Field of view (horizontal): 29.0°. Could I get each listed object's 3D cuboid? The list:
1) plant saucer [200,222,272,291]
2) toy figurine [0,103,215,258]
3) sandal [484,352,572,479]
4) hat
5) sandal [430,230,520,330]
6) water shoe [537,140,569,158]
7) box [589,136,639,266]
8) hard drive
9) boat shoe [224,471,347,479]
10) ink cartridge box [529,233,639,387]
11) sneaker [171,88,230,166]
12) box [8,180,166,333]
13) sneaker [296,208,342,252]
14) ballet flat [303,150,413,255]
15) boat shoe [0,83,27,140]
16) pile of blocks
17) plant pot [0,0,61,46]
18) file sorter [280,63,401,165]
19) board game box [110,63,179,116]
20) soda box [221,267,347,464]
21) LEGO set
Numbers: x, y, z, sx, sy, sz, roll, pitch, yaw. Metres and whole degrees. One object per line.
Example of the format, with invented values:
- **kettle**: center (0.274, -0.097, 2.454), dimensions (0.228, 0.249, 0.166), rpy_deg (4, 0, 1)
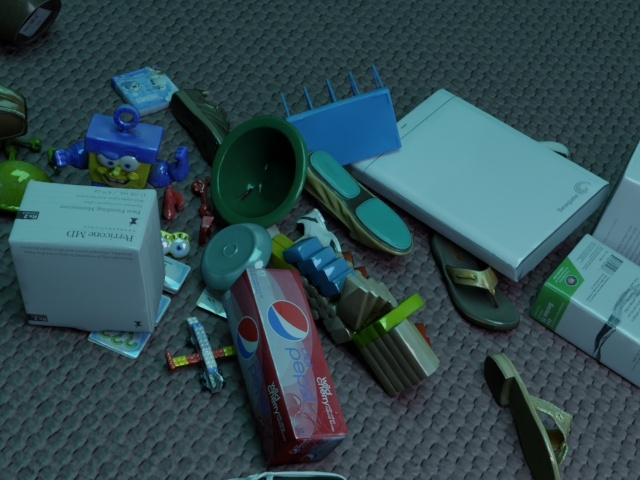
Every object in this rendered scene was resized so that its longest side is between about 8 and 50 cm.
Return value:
- **plant saucer**: center (-0.128, 0.018, 1.808), dimensions (0.119, 0.021, 0.119), rpy_deg (-16, 50, 20)
- **toy figurine**: center (-0.320, -0.138, 1.845), dimensions (0.362, 0.217, 0.191), rpy_deg (13, 46, -4)
- **sandal**: center (0.316, 0.249, 1.755), dimensions (0.079, 0.088, 0.240), rpy_deg (-10, 47, -16)
- **hat**: center (-0.055, -0.093, 1.945), dimensions (0.173, 0.183, 0.209), rpy_deg (0, 75, 28)
- **sandal**: center (0.241, 0.050, 1.934), dimensions (0.090, 0.060, 0.219), rpy_deg (-7, 51, -21)
- **water shoe**: center (0.334, -0.114, 2.116), dimensions (0.203, 0.073, 0.080), rpy_deg (-9, 69, -14)
- **box**: center (0.623, -0.001, 1.979), dimensions (0.345, 0.215, 0.168), rpy_deg (27, 47, 9)
- **hard drive**: center (0.253, -0.099, 2.007), dimensions (0.233, 0.047, 0.353), rpy_deg (-39, 56, -24)
- **boat shoe**: center (-0.074, 0.326, 1.585), dimensions (0.226, 0.076, 0.083), rpy_deg (-5, 50, -20)
- **ink cartridge box**: center (0.455, 0.108, 1.922), dimensions (0.208, 0.087, 0.153), rpy_deg (34, 49, 17)
- **sneaker**: center (-0.173, -0.189, 2.035), dimensions (0.071, 0.066, 0.188), rpy_deg (-19, 56, -30)
- **box**: center (-0.316, 0.025, 1.705), dimensions (0.180, 0.182, 0.119), rpy_deg (4, 47, 2)
- **sneaker**: center (0.000, 0.000, 1.936), dimensions (0.043, 0.040, 0.109), rpy_deg (-25, 54, -13)
- **ballet flat**: center (0.055, -0.047, 1.967), dimensions (0.080, 0.073, 0.232), rpy_deg (-28, 67, -38)
- **boat shoe**: center (-0.608, -0.168, 1.873), dimensions (0.323, 0.123, 0.120), rpy_deg (-2, 55, -5)
- **pile of blocks**: center (0.052, 0.067, 1.807), dimensions (0.362, 0.149, 0.112), rpy_deg (40, 51, 21)
- **plant pot**: center (-0.557, -0.442, 2.087), dimensions (0.230, 0.215, 0.215), rpy_deg (43, 50, 5)
- **file sorter**: center (0.030, -0.200, 2.028), dimensions (0.170, 0.118, 0.104), rpy_deg (-17, 40, -1)
- **board game box**: center (-0.293, -0.254, 2.093), dimensions (0.090, 0.020, 0.090), rpy_deg (-24, 60, -32)
- **soda box**: center (-0.051, 0.168, 1.691), dimensions (0.092, 0.083, 0.263), rpy_deg (3, 55, -35)
- **LEGO set**: center (-0.181, 0.113, 1.766), dimensions (0.244, 0.060, 0.182), rpy_deg (24, 51, 6)
